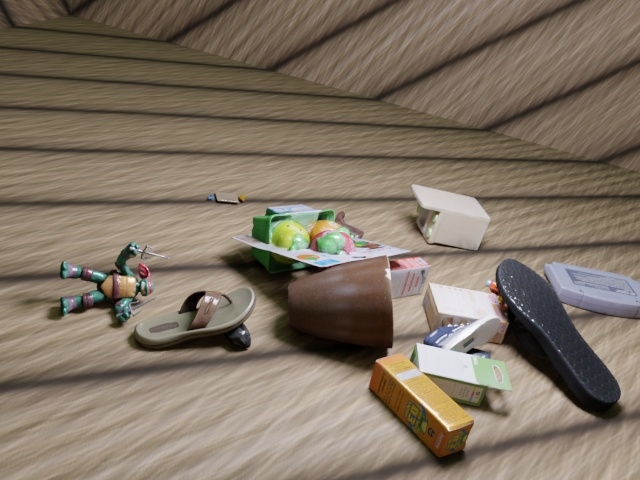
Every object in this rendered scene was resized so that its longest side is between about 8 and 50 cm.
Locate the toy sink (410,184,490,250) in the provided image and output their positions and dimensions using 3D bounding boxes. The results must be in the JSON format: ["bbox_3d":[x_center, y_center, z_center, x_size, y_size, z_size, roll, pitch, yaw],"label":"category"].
[{"bbox_3d":[0.391,-0.070,2.326,0.234,0.131,0.153,11,26,-16],"label":"toy sink"}]

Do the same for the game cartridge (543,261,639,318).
[{"bbox_3d":[0.833,0.151,2.185,0.297,0.062,0.198,11,30,-5],"label":"game cartridge"}]

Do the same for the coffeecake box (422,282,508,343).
[{"bbox_3d":[0.370,0.186,1.877,0.186,0.068,0.142,10,27,-7],"label":"coffeecake box"}]

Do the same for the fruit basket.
[{"bbox_3d":[0.000,0.000,1.891,0.327,0.165,0.353,-8,11,-43],"label":"fruit basket"}]

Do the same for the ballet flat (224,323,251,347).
[{"bbox_3d":[-0.202,0.187,1.650,0.057,0.049,0.173,-35,35,-1],"label":"ballet flat"}]

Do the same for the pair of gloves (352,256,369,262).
[{"bbox_3d":[0.106,0.049,2.091,0.074,0.010,0.083,13,27,-2],"label":"pair of gloves"}]

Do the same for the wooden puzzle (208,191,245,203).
[{"bbox_3d":[-0.288,-0.130,2.260,0.116,0.014,0.078,8,22,-12],"label":"wooden puzzle"}]

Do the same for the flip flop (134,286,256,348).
[{"bbox_3d":[-0.268,0.153,1.582,0.277,0.080,0.112,-14,30,-22],"label":"flip flop"}]

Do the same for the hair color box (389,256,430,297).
[{"bbox_3d":[0.205,0.101,1.940,0.167,0.093,0.053,-5,32,-33],"label":"hair color box"}]

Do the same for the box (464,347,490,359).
[{"bbox_3d":[0.370,0.286,1.734,0.067,0.018,0.083,15,26,5],"label":"box"}]

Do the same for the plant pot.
[{"bbox_3d":[0.044,0.145,1.684,0.231,0.215,0.215,-2,27,1],"label":"plant pot"}]

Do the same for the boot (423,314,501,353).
[{"bbox_3d":[0.340,0.220,1.756,0.190,0.069,0.086,-23,32,-28],"label":"boot"}]

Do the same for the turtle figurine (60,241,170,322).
[{"bbox_3d":[-0.450,0.102,1.616,0.234,0.118,0.175,-1,70,-24],"label":"turtle figurine"}]

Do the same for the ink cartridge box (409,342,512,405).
[{"bbox_3d":[0.308,0.302,1.623,0.209,0.062,0.109,12,26,-3],"label":"ink cartridge box"}]

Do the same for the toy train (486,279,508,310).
[{"bbox_3d":[0.519,0.168,1.963,0.166,0.046,0.125,25,-13,21],"label":"toy train"}]

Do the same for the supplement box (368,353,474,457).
[{"bbox_3d":[0.202,0.333,1.498,0.080,0.078,0.233,-9,33,-37],"label":"supplement box"}]

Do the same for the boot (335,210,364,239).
[{"bbox_3d":[0.092,-0.043,2.234,0.114,0.037,0.106,20,40,20],"label":"boot"}]

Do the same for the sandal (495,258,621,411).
[{"bbox_3d":[0.547,0.234,1.795,0.168,0.107,0.445,0,48,-34],"label":"sandal"}]
